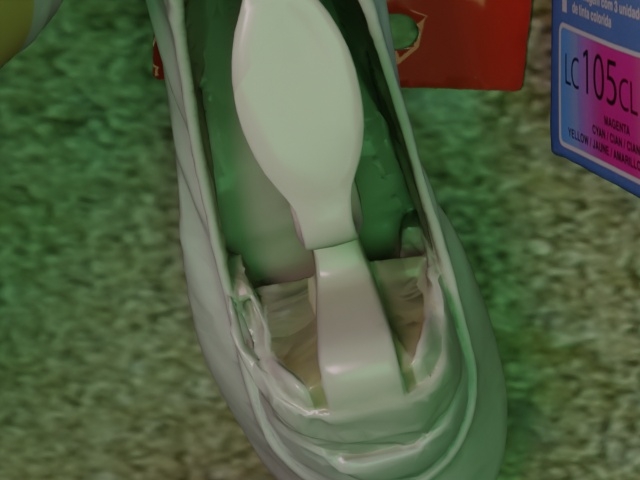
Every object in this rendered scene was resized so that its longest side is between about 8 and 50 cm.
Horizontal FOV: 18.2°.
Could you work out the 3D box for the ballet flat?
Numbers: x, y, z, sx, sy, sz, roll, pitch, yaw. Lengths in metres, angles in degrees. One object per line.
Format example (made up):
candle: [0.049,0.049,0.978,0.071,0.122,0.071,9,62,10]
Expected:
ballet flat: [0.000,0.000,0.885,0.139,0.139,0.400,-17,116,-4]

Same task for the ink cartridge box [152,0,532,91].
ink cartridge box: [0.022,-0.179,0.896,0.189,0.066,0.232,1,103,-10]

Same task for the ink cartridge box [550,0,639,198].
ink cartridge box: [0.243,-0.224,0.843,0.270,0.151,0.395,-8,107,-21]

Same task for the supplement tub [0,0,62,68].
supplement tub: [-0.239,-0.111,0.721,0.331,0.241,0.241,-48,111,-25]
